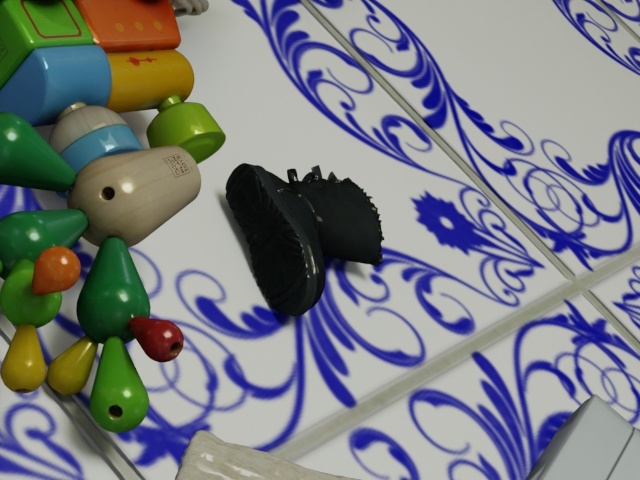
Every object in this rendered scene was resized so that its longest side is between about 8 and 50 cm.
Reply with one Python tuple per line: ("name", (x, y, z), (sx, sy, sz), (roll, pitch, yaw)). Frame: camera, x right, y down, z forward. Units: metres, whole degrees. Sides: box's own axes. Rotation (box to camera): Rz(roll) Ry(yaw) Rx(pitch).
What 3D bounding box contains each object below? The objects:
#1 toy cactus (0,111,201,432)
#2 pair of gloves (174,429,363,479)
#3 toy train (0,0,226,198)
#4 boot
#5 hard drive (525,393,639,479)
("toy cactus", (-0.132, -0.014, 0.773), (0.219, 0.112, 0.180), (45, 43, 15))
("pair of gloves", (0.017, 0.206, 0.673), (0.204, 0.042, 0.240), (17, 45, -16))
("toy train", (-0.102, -0.106, 0.948), (0.248, 0.105, 0.143), (-12, 67, -52))
("boot", (0.000, 0.001, 0.962), (0.099, 0.045, 0.121), (11, 40, -41))
("hard drive", (0.250, 0.263, 0.871), (0.353, 0.047, 0.233), (42, 32, 6))
